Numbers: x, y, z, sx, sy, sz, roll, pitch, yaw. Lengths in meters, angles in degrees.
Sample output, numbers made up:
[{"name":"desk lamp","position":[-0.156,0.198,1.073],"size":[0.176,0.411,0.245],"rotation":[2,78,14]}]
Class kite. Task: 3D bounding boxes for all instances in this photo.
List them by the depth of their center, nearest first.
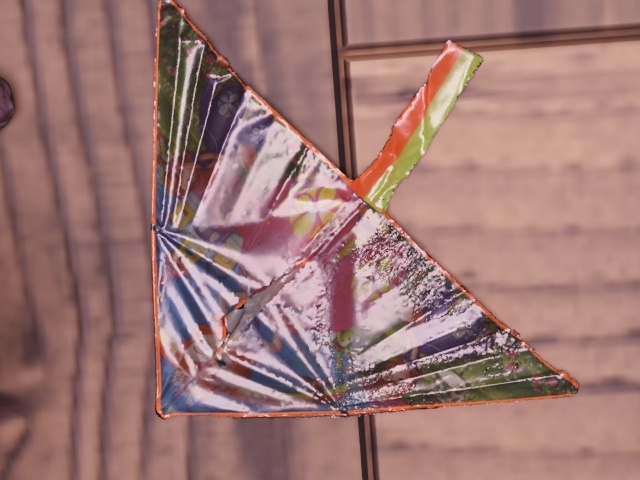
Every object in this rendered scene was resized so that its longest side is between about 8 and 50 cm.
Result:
[{"name":"kite","position":[0.000,0.000,0.595],"size":[0.190,0.010,0.159],"rotation":[45,97,-2]}]

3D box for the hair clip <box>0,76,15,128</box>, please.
[{"name":"hair clip","position":[-0.214,-0.055,0.591],"size":[0.187,0.056,0.146],"rotation":[42,106,-3]}]
